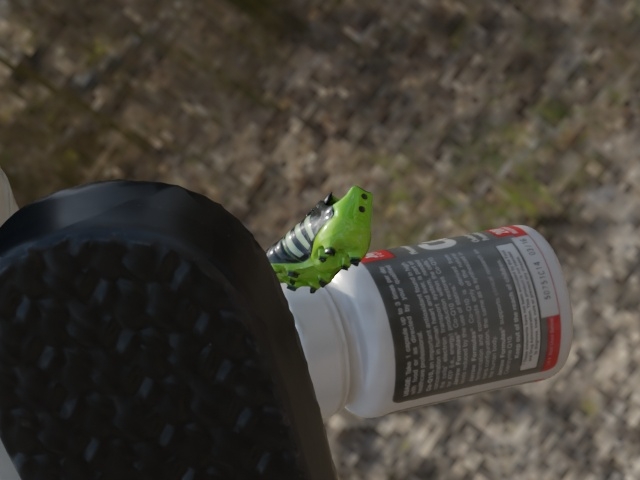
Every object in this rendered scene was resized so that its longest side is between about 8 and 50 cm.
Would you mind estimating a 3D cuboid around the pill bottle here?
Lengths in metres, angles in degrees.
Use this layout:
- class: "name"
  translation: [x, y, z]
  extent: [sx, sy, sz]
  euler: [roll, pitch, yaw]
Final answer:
- class: "pill bottle"
  translation: [0.091, 0.085, 1.927]
  extent: [0.161, 0.283, 0.161]
  euler: [170, 90, -70]

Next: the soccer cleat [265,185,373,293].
- class: "soccer cleat"
  translation: [0.000, 0.000, 1.749]
  extent: [0.179, 0.060, 0.072]
  euler: [-26, 44, 60]

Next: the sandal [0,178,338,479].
- class: "sandal"
  translation: [-0.033, 0.157, 0.887]
  extent: [0.167, 0.446, 0.107]
  euler: [-3, 31, 12]

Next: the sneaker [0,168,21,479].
- class: "sneaker"
  translation: [-0.171, 0.005, 0.836]
  extent: [0.094, 0.258, 0.091]
  euler: [-18, 16, 6]
